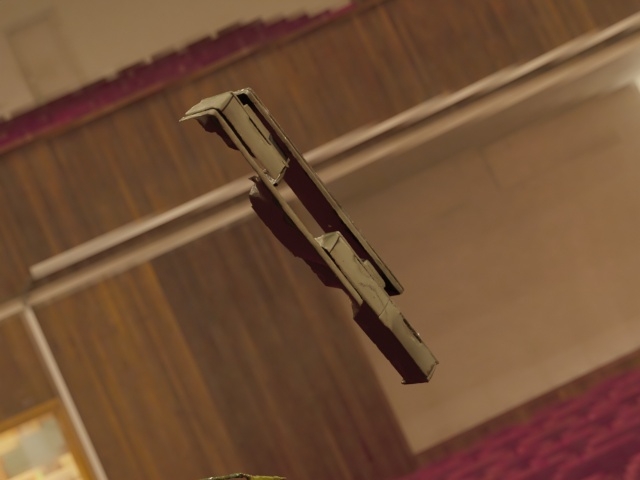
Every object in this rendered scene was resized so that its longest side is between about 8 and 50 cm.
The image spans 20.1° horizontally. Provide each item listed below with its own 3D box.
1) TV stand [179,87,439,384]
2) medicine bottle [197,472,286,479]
[{"bbox_3d":[0.000,0.000,1.199,0.036,0.249,0.042,-12,33,47],"label":"TV stand"},{"bbox_3d":[-0.056,0.208,0.979,0.137,0.141,0.250,-8,-12,18],"label":"medicine bottle"}]
